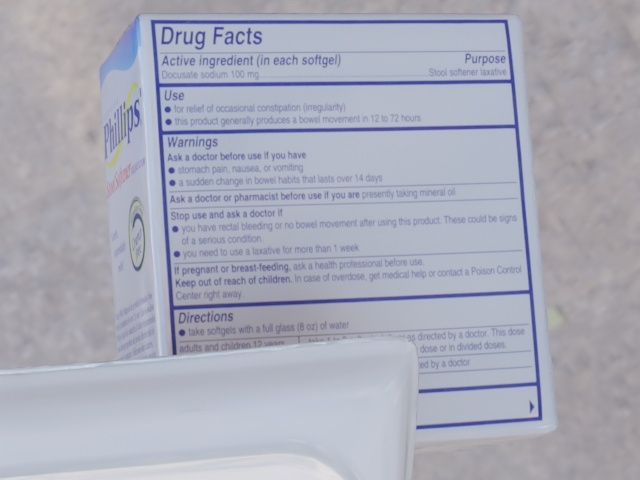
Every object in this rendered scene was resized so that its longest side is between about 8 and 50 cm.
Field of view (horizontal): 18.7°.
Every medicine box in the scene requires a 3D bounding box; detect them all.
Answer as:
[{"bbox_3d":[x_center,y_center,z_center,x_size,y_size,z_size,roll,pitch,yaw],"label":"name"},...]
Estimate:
[{"bbox_3d":[0.000,0.000,1.302,0.149,0.263,0.289,151,115,-71],"label":"medicine box"}]

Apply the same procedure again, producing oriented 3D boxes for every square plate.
[{"bbox_3d":[-0.108,0.232,1.068,0.049,0.344,0.347,-133,42,-67],"label":"square plate"}]
